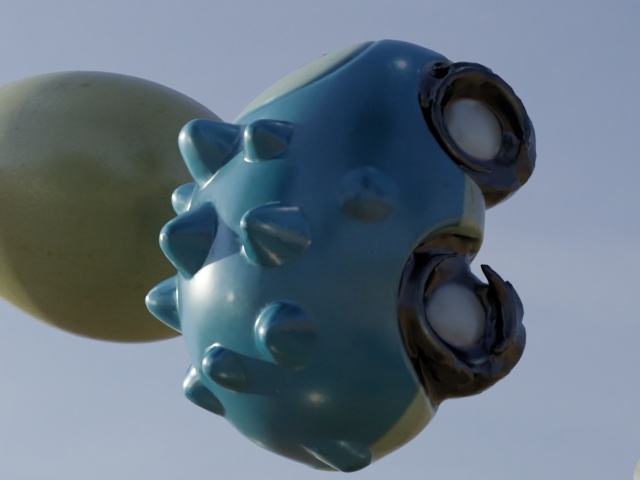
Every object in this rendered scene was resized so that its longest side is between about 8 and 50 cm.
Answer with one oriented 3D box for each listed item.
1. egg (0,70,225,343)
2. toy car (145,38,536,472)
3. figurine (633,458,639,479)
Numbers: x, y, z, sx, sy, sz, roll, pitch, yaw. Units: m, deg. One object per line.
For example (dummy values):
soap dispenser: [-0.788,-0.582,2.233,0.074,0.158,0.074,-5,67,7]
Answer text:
egg: [-0.160,-0.026,1.347,0.253,0.188,0.188,13,-27,3]
toy car: [0.000,0.000,1.075,0.190,0.255,0.188,22,-29,-23]
figurine: [0.164,0.157,0.680,0.142,0.189,0.263,-18,-31,-4]
